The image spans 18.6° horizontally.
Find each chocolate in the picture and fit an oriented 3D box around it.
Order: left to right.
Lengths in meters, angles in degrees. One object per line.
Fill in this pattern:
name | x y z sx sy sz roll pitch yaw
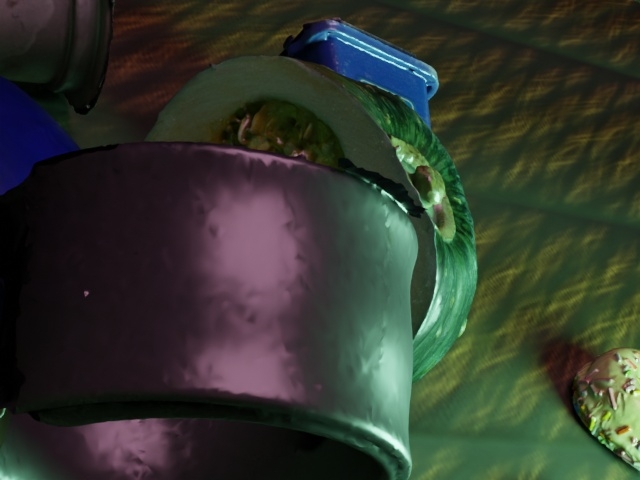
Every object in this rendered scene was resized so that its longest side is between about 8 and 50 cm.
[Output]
chocolate | -0.272 -0.218 1.726 0.147 0.221 0.221 4 36 -19

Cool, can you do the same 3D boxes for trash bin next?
trash bin | 0.020 -0.071 1.857 0.162 0.184 0.234 20 41 -31

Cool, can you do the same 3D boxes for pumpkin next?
pumpkin | 0.000 0.000 1.597 0.197 0.263 0.293 9 50 -61

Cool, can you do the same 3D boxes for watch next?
watch | -0.100 0.058 1.134 0.327 0.335 0.314 4 66 -8

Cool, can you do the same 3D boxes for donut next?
donut | 0.306 0.156 1.930 0.108 0.065 0.166 32 25 -8

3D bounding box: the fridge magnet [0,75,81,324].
fridge magnet | -0.211 -0.007 1.420 0.265 0.112 0.265 56 10 -16
